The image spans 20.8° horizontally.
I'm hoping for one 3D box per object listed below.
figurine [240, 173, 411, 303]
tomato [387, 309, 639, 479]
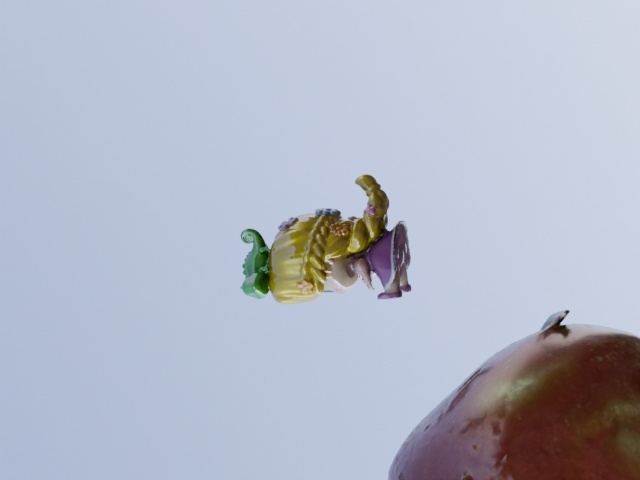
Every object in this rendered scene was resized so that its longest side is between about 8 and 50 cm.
[{"bbox_3d":[0.000,0.000,1.596,0.095,0.156,0.115,0,-94,-72],"label":"figurine"},{"bbox_3d":[0.213,0.198,1.424,0.303,0.303,0.239,41,-103,-30],"label":"tomato"}]
